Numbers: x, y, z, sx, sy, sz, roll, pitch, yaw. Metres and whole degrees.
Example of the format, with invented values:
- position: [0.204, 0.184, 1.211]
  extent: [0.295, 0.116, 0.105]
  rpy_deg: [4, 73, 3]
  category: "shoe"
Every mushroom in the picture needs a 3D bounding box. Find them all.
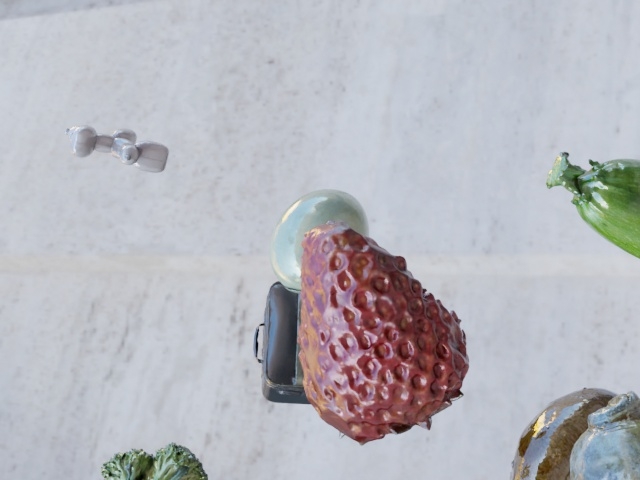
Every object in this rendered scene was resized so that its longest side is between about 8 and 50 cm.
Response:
- position: [0.505, 0.438, 1.944]
  extent: [0.345, 0.239, 0.345]
  rpy_deg: [-47, -27, -32]
  category: "mushroom"

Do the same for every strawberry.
- position: [0.055, 0.089, 1.108]
  extent: [0.205, 0.205, 0.245]
  rpy_deg: [-49, -59, -54]
  category: "strawberry"

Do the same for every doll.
- position: [-0.371, -0.167, 1.778]
  extent: [0.160, 0.161, 0.059]
  rpy_deg: [1, -70, -53]
  category: "doll"

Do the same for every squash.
- position: [0.391, -0.005, 1.027]
  extent: [0.378, 0.101, 0.101]
  rpy_deg: [20, -116, -18]
  category: "squash"

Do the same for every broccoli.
- position: [-0.357, 0.504, 1.872]
  extent: [0.361, 0.221, 0.252]
  rpy_deg: [30, -133, -60]
  category: "broccoli"

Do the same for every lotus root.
- position: [0.449, 0.384, 1.346]
  extent: [0.175, 0.175, 0.350]
  rpy_deg: [12, -130, -64]
  category: "lotus root"

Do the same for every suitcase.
- position: [0.063, 0.245, 2.297]
  extent: [0.194, 0.433, 0.283]
  rpy_deg: [102, 171, -64]
  category: "suitcase"

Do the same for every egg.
- position: [0.000, 0.000, 2.011]
  extent: [0.253, 0.186, 0.187]
  rpy_deg: [-55, -41, -33]
  category: "egg"
